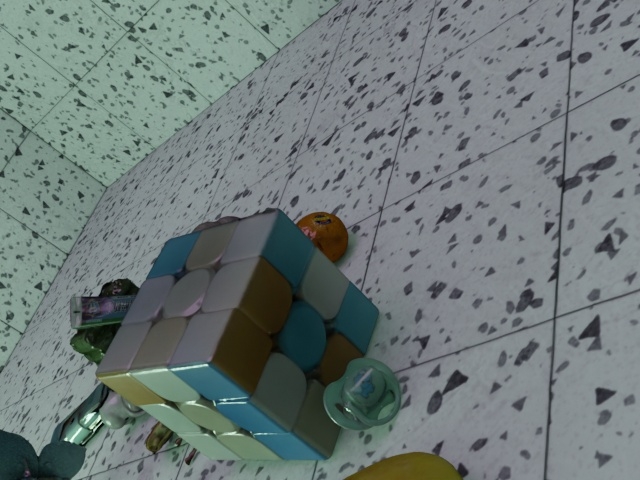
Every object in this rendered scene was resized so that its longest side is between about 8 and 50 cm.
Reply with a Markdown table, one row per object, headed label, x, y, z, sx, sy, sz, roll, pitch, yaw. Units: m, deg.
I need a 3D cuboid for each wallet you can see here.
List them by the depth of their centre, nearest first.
| label | x | y | z | sx | sy | sz | roll | pitch | yaw |
| --- | --- | --- | --- | --- | --- | --- | --- | --- | --- |
| wallet | -0.701 | 0.534 | 2.415 | 0.250 | 0.075 | 0.176 | -45 | 19 | 12 |

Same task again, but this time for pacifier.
| label | x | y | z | sx | sy | sz | roll | pitch | yaw |
| --- | --- | --- | --- | --- | --- | --- | --- | --- | --- |
| pacifier | 0.074 | 0.284 | 1.426 | 0.150 | 0.126 | 0.117 | -49 | -19 | -38 |

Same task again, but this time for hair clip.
| label | x | y | z | sx | sy | sz | roll | pitch | yaw |
| --- | --- | --- | --- | --- | --- | --- | --- | --- | --- |
| hair clip | -0.688 | 0.646 | 1.923 | 0.392 | 0.318 | 0.238 | 36 | 103 | 38 |

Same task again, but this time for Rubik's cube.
| label | x | y | z | sx | sy | sz | roll | pitch | yaw |
| --- | --- | --- | --- | --- | --- | --- | --- | --- | --- |
| Rubik's cube | -0.148 | 0.195 | 1.558 | 0.347 | 0.344 | 0.347 | -13 | 42 | 42 |

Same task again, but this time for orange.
| label | x | y | z | sx | sy | sz | roll | pitch | yaw |
| --- | --- | --- | --- | --- | --- | --- | --- | --- | --- |
| orange | -0.002 | 0.000 | 1.899 | 0.135 | 0.135 | 0.117 | -102 | 21 | -60 |

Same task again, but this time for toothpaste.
| label | x | y | z | sx | sy | sz | roll | pitch | yaw |
| --- | --- | --- | --- | --- | --- | --- | --- | --- | --- |
| toothpaste | -0.492 | 0.182 | 2.242 | 0.061 | 0.392 | 0.099 | 104 | 158 | -58 |

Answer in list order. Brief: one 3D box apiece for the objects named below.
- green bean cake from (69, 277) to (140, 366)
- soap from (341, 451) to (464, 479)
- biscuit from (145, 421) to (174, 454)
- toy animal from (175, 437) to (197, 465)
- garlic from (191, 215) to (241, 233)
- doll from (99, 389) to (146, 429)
| label | x | y | z | sx | sy | sz | roll | pitch | yaw |
| --- | --- | --- | --- | --- | --- | --- | --- | --- | --- |
| green bean cake | -0.559 | 0.263 | 2.333 | 0.132 | 0.255 | 0.241 | -18 | 36 | 47 |
| soap | 0.046 | 0.472 | 1.161 | 0.427 | 0.115 | 0.306 | -37 | 24 | 28 |
| biscuit | -0.316 | 0.380 | 1.929 | 0.299 | 0.045 | 0.154 | -52 | -4 | 2 |
| toy animal | -0.238 | 0.412 | 1.812 | 0.275 | 0.054 | 0.149 | -28 | 35 | 39 |
| garlic | -0.263 | 0.057 | 2.223 | 0.207 | 0.207 | 0.257 | -38 | 26 | 25 |
| doll | -0.514 | 0.433 | 2.189 | 0.180 | 0.107 | 0.110 | -35 | -8 | 19 |
